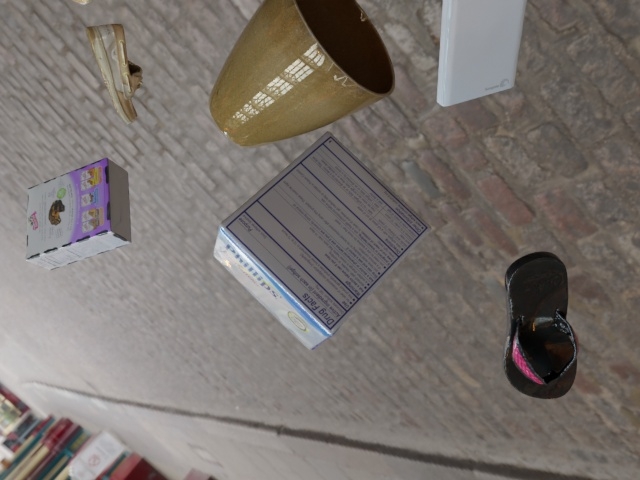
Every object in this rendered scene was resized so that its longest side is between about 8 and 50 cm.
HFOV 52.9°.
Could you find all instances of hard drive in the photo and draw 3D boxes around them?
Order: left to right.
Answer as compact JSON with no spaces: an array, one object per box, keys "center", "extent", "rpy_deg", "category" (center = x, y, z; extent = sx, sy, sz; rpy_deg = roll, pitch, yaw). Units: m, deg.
[{"center":[0.419,-0.538,1.668],"extent":[0.047,0.233,0.353],"rpy_deg":[-124,21,-45],"category":"hard drive"}]

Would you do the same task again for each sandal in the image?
[{"center":[0.192,0.088,0.556],"extent":[0.040,0.067,0.179],"rpy_deg":[-108,-2,-52],"category":"sandal"}]

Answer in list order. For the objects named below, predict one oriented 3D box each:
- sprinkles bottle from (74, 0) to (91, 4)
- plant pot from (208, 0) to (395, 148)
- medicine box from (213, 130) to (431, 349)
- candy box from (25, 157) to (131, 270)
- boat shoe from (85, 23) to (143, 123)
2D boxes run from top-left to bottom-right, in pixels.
[{"center":[-0.333,-0.569,1.178],"extent":[0.121,0.355,0.121],"rpy_deg":[31,150,20],"category":"sprinkles bottle"},{"center":[-0.053,-0.263,1.024],"extent":[0.254,0.237,0.237],"rpy_deg":[-31,108,33],"category":"plant pot"},{"center":[0.000,0.000,1.169],"extent":[0.263,0.289,0.149],"rpy_deg":[44,156,4],"category":"medicine box"},{"center":[-0.477,-0.050,1.264],"extent":[0.196,0.164,0.070],"rpy_deg":[-17,155,15],"category":"candy box"},{"center":[-0.294,-0.246,0.959],"extent":[0.170,0.059,0.063],"rpy_deg":[87,157,-55],"category":"boat shoe"}]
